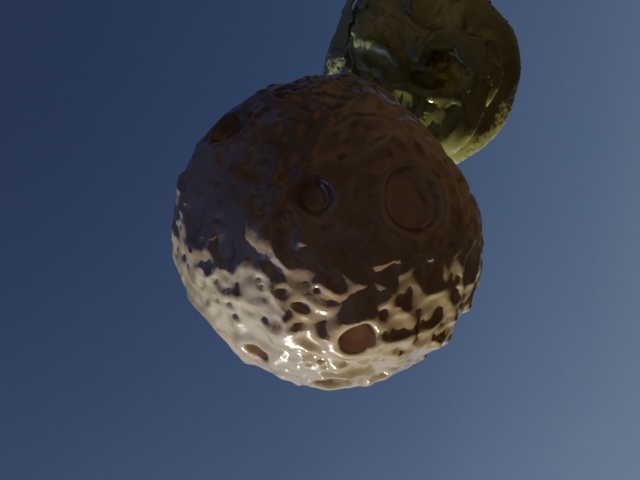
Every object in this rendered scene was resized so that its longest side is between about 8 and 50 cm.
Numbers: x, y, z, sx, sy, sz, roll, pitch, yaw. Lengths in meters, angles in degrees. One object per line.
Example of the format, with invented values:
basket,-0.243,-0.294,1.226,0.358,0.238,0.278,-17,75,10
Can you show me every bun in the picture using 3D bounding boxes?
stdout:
bun,0.117,-0.196,1.196,0.141,0.239,0.239,176,96,-82

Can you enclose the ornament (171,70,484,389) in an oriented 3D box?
ornament,0.000,0.000,0.853,0.225,0.259,0.259,-40,-49,-7
